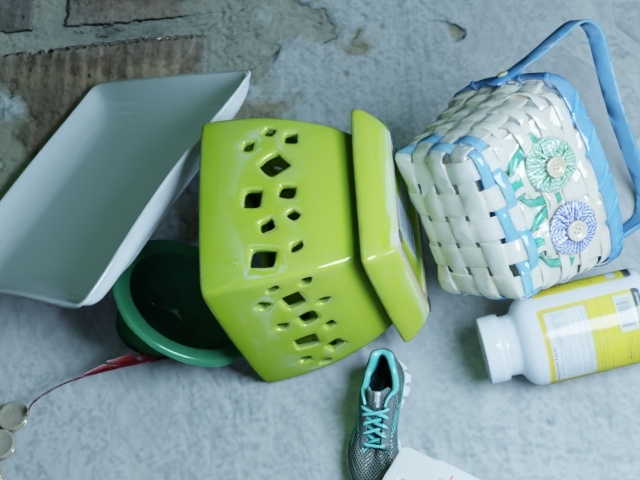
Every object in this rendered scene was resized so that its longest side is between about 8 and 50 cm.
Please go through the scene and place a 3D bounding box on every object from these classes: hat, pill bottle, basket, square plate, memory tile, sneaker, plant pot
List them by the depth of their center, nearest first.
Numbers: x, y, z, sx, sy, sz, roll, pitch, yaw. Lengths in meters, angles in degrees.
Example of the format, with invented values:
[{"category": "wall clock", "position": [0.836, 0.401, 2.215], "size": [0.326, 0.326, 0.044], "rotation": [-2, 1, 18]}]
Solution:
[{"category": "sneaker", "position": [0.059, 0.190, 1.582], "size": [0.065, 0.076, 0.166], "rotation": [0, 59, 11]}, {"category": "pill bottle", "position": [0.266, 0.099, 1.587], "size": [0.184, 0.103, 0.103], "rotation": [-13, 57, 1]}, {"category": "basket", "position": [0.243, -0.073, 1.594], "size": [0.289, 0.255, 0.201], "rotation": [-38, 23, -34]}, {"category": "plant pot", "position": [0.000, 0.000, 1.607], "size": [0.207, 0.228, 0.227], "rotation": [-11, 58, 12]}, {"category": "memory tile", "position": [-0.404, 0.242, 1.668], "size": [0.113, 0.012, 0.148], "rotation": [11, 62, 16]}, {"category": "hat", "position": [-0.203, 0.116, 1.707], "size": [0.208, 0.183, 0.173], "rotation": [20, 43, -21]}, {"category": "square plate", "position": [-0.263, -0.057, 1.730], "size": [0.344, 0.049, 0.347], "rotation": [4, 53, 50]}]

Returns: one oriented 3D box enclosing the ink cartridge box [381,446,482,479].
[{"category": "ink cartridge box", "position": [0.146, 0.307, 1.501], "size": [0.198, 0.067, 0.115], "rotation": [25, 65, 21]}]
